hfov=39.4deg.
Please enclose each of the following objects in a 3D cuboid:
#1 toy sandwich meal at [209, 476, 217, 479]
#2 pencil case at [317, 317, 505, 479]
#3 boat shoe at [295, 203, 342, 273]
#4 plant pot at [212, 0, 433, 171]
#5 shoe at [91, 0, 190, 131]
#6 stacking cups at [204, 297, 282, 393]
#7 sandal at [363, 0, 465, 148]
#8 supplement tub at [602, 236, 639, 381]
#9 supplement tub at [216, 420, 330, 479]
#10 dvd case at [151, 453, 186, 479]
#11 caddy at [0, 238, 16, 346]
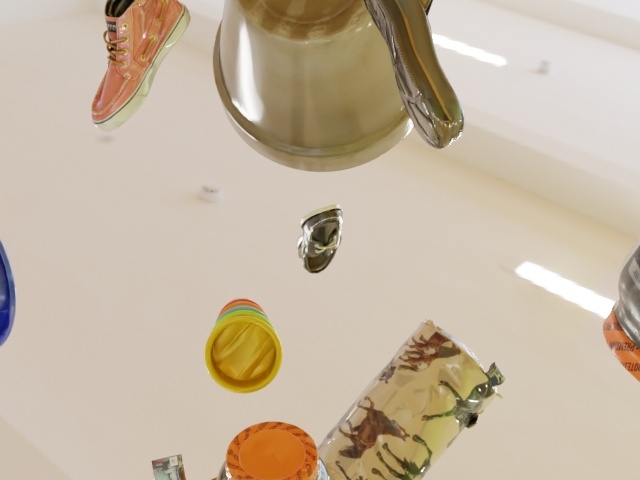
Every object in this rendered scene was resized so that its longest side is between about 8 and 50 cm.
[{"bbox_3d":[-0.175,0.456,1.636,0.086,0.029,0.085,-9,-139,8],"label":"toy sandwich meal"},{"bbox_3d":[0.108,0.328,1.394,0.183,0.160,0.410,42,-103,-2],"label":"pencil case"},{"bbox_3d":[0.000,0.000,0.904,0.046,0.125,0.038,-12,-107,-17],"label":"boat shoe"},{"bbox_3d":[-0.002,-0.286,1.190,0.323,0.323,0.280,13,167,7],"label":"plant pot"},{"bbox_3d":[-0.221,-0.214,1.001,0.063,0.178,0.081,21,166,39],"label":"shoe"},{"bbox_3d":[-0.103,0.134,1.225,0.096,0.096,0.316,6,-179,-4],"label":"stacking cups"},{"bbox_3d":[0.060,-0.169,0.586,0.060,0.219,0.090,-20,168,2],"label":"sandal"},{"bbox_3d":[0.453,0.007,0.921,0.207,0.338,0.207,20,-149,-12],"label":"supplement tub"},{"bbox_3d":[-0.048,0.285,0.922,0.117,0.190,0.117,1,-144,-1],"label":"supplement tub"},{"bbox_3d":[-0.276,0.461,1.658,0.087,0.119,0.013,-23,166,41],"label":"dvd case"},{"bbox_3d":[-0.548,0.015,1.198,0.341,0.241,0.179,49,-145,11],"label":"caddy"}]
